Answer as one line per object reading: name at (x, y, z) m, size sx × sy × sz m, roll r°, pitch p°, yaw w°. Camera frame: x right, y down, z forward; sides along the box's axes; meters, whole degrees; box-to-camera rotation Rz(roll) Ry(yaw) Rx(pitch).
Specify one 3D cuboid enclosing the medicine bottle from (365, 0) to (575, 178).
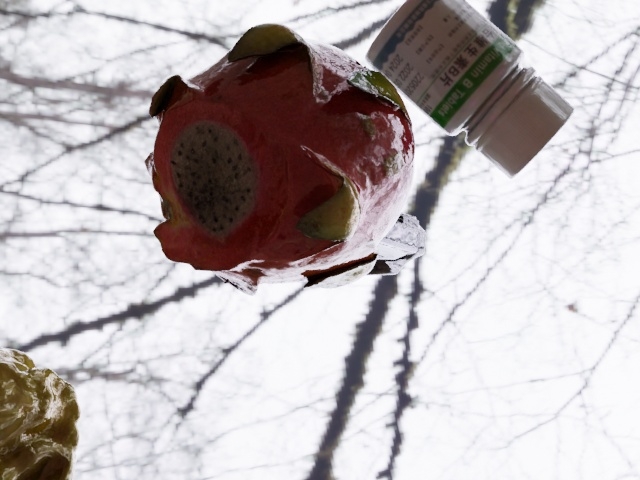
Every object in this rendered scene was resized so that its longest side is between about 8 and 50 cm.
medicine bottle at (0.180, -0.191, 1.419) m, size 0.237 × 0.139 × 0.139 m, roll 43°, pitch -64°, yaw 3°

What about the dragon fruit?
dragon fruit at (-0.058, -0.078, 1.228) m, size 0.290 × 0.189 × 0.291 m, roll 4°, pitch -80°, yaw 23°

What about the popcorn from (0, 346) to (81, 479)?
popcorn at (-0.308, 0.173, 0.968) m, size 0.250 × 0.250 × 0.190 m, roll -42°, pitch -118°, yaw 28°

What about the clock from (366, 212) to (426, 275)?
clock at (0.000, 0.000, 1.633) m, size 0.253 × 0.186 × 0.083 m, roll -2°, pitch -99°, yaw 29°
